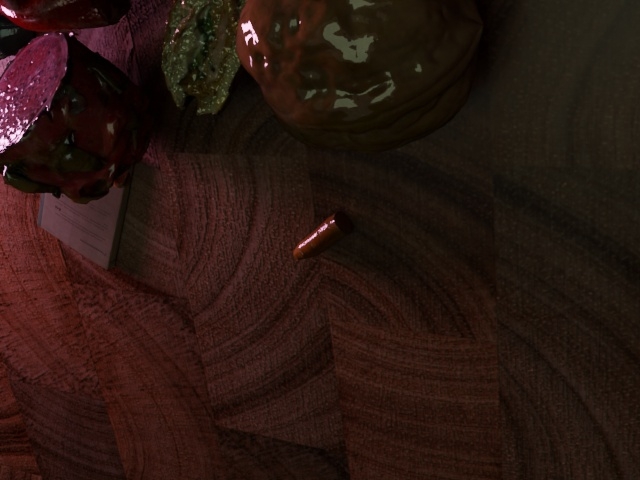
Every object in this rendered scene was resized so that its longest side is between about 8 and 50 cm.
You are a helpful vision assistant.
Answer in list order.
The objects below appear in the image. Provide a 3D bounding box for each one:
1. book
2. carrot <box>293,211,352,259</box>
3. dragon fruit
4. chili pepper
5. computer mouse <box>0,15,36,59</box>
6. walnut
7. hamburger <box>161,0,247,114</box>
[{"bbox_3d":[-0.505,-0.096,1.678,0.215,0.025,0.282,31,125,12],"label":"book"},{"bbox_3d":[0.000,0.000,1.444,0.048,0.048,0.139,50,129,-3],"label":"carrot"},{"bbox_3d":[-0.440,-0.192,1.438,0.296,0.314,0.263,-46,133,10],"label":"dragon fruit"},{"bbox_3d":[-0.460,-0.415,1.374,0.253,0.136,0.144,-10,87,16],"label":"chili pepper"},{"bbox_3d":[-0.644,-0.408,1.567,0.192,0.062,0.105,-1,114,27],"label":"computer mouse"},{"bbox_3d":[0.064,-0.272,1.115,0.344,0.306,0.306,-6,112,32],"label":"walnut"},{"bbox_3d":[-0.171,-0.344,1.287,0.144,0.156,0.283,23,132,-7],"label":"hamburger"}]
